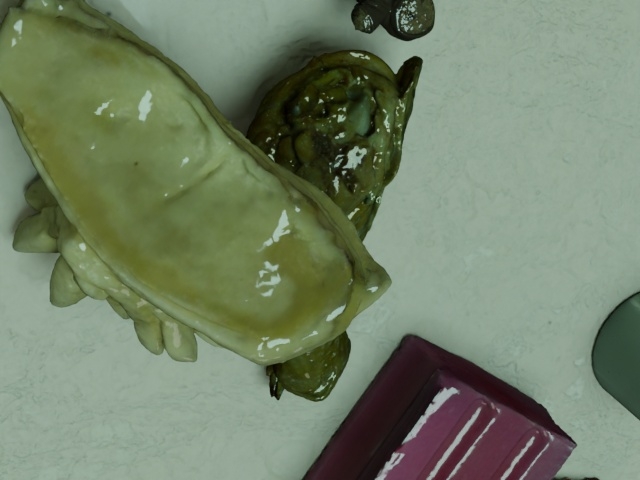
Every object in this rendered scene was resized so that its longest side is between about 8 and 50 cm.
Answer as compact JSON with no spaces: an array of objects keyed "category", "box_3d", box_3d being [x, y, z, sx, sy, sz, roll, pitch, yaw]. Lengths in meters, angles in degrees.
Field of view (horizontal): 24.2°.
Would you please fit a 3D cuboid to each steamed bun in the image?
[{"category":"steamed bun","box_3d":[-0.160,-0.019,1.410,0.428,0.189,0.247,39,84,1]}]

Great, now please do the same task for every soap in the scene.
[{"category":"soap","box_3d":[0.107,0.318,1.770,0.233,0.128,0.359,30,100,-31]}]

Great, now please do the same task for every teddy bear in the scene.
[{"category":"teddy bear","box_3d":[0.053,-0.267,1.488,0.119,0.078,0.160,-53,124,-35]}]

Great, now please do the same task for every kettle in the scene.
[{"category":"kettle","box_3d":[0.470,0.154,1.783,0.161,0.236,0.221,26,102,-31]}]

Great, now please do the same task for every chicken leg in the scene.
[{"category":"chicken leg","box_3d":[0.000,0.000,1.557,0.201,0.153,0.429,-33,138,-44]}]

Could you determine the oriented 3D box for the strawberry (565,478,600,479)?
[{"category":"strawberry","box_3d":[0.299,0.362,1.907,0.188,0.082,0.121,-11,116,-15]}]
